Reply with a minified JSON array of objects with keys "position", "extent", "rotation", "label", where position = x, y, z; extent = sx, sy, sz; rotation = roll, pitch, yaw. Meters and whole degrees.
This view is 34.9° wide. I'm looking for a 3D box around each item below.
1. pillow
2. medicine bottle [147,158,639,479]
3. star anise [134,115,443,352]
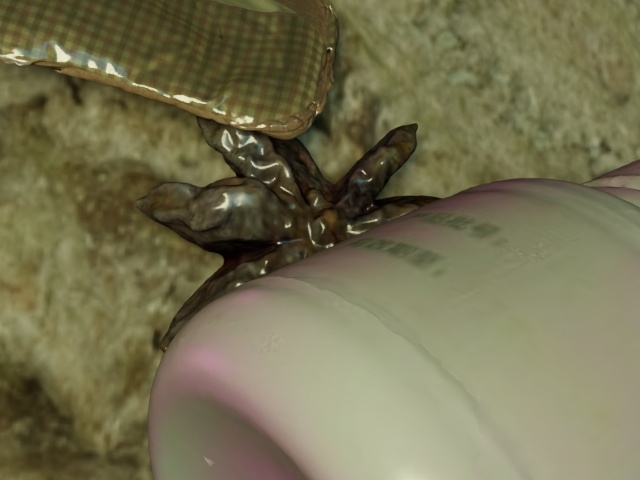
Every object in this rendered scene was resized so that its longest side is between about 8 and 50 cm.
[{"position":[-0.092,-0.130,0.597],"extent":[0.211,0.034,0.135],"rotation":[13,50,-9],"label":"pillow"},{"position":[0.112,0.095,0.477],"extent":[0.325,0.256,0.256],"rotation":[-22,90,-32],"label":"medicine bottle"},{"position":[-0.006,0.015,0.605],"extent":[0.212,0.073,0.196],"rotation":[8,80,-11],"label":"star anise"}]
